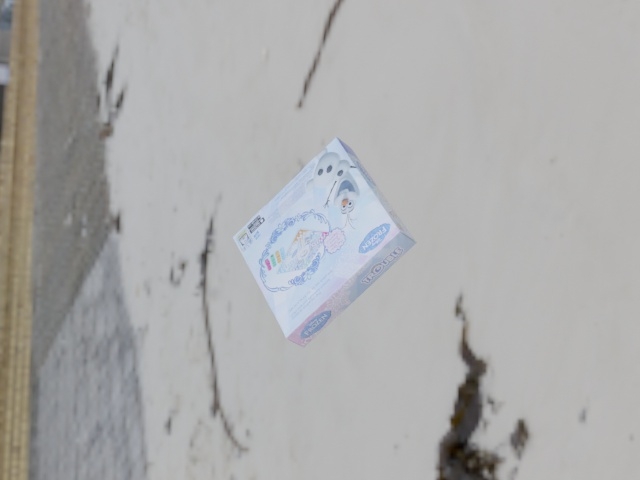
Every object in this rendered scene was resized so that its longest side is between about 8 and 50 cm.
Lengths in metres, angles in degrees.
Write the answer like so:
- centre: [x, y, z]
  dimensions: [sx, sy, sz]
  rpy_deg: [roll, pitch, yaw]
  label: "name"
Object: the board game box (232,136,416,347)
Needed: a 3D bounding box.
- centre: [0.000, 0.000, 0.687]
  dimensions: [0.090, 0.020, 0.090]
  rpy_deg: [-43, 46, 14]
  label: "board game box"
